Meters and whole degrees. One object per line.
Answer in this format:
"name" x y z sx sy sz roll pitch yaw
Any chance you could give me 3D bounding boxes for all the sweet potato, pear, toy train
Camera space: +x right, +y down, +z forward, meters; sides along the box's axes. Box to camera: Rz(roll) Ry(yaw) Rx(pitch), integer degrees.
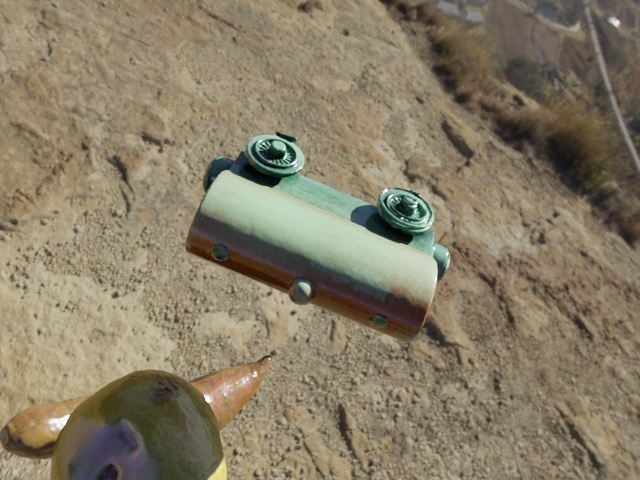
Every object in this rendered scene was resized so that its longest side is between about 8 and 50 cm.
"sweet potato" -0.215 0.234 0.678 0.354 0.107 0.095 -4 18 -40
"pear" -0.175 0.225 0.518 0.177 0.178 0.178 19 51 -24
"toy train" 0.000 0.000 0.539 0.285 0.116 0.177 23 41 -3
